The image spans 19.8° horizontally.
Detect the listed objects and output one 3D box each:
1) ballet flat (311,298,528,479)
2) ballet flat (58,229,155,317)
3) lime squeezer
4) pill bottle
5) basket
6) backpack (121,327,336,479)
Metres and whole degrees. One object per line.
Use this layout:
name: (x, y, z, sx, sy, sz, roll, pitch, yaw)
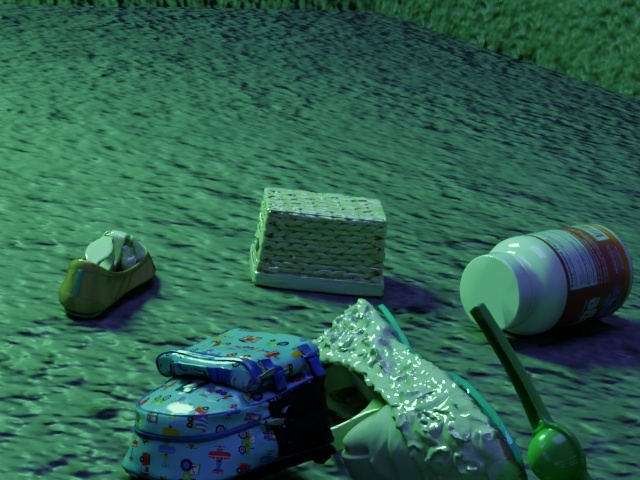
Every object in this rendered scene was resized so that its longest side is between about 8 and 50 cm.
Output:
ballet flat: (0.070, 0.177, 1.728, 0.147, 0.147, 0.409, 3, 14, -16)
ballet flat: (-0.241, 0.026, 2.145, 0.080, 0.073, 0.232, 10, 16, 7)
lime squeezer: (0.174, 0.201, 1.510, 0.110, 0.059, 0.310, 5, 59, -5)
pill bottle: (0.271, 0.050, 2.216, 0.121, 0.121, 0.216, 22, 22, 40)
basket: (0.000, 0.000, 2.292, 0.167, 0.103, 0.113, 7, 17, -6)
backpack: (-0.095, 0.158, 1.663, 0.173, 0.117, 0.158, -17, 16, -42)
